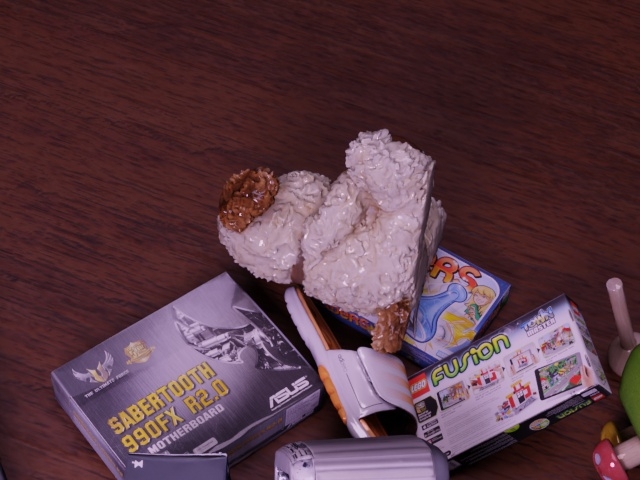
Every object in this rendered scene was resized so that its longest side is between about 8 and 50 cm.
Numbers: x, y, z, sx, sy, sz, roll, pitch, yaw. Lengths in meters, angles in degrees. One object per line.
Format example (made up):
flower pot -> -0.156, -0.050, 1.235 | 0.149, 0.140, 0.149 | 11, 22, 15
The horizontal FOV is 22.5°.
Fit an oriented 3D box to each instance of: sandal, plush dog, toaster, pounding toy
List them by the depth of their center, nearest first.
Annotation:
toaster -> 0.036, 0.249, 1.505 | 0.146, 0.227, 0.129 | 0, 88, -8
pounding toy -> 0.326, 0.186, 1.677 | 0.110, 0.183, 0.237 | -27, 56, 8
sandal -> 0.043, 0.133, 1.701 | 0.076, 0.102, 0.265 | -35, 57, 8
plush dog -> 0.000, 0.000, 1.707 | 0.225, 0.262, 0.211 | 12, 76, 12

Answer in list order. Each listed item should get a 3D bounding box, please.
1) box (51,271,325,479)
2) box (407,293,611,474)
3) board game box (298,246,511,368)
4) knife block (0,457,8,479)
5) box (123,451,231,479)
box -> -0.139, 0.159, 1.705 | 0.231, 0.056, 0.183 | -30, 62, -24
box -> 0.190, 0.153, 1.675 | 0.207, 0.036, 0.114 | -30, 52, 21
board game box -> 0.094, 0.057, 1.813 | 0.201, 0.035, 0.136 | 28, 56, 16
knife block -> -0.371, 0.184, 1.648 | 0.242, 0.088, 0.276 | 21, 54, 9
box -> -0.131, 0.352, 1.477 | 0.103, 0.184, 0.261 | -2, 54, 4
